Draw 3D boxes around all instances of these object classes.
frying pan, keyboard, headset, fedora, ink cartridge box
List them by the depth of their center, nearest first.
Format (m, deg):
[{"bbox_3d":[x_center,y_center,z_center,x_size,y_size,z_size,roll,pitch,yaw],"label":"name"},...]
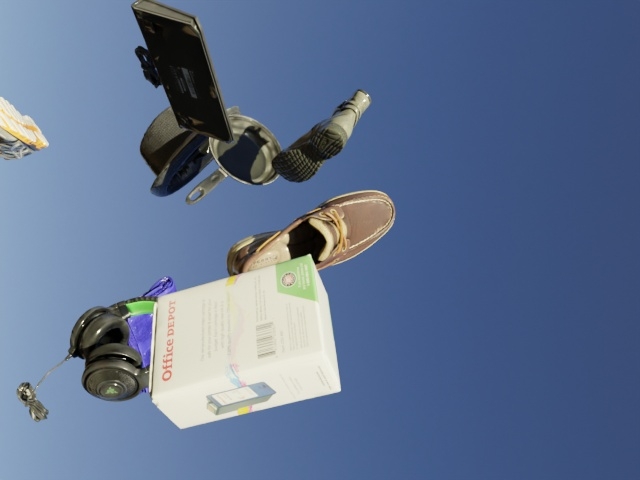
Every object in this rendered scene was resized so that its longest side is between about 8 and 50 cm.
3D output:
[{"bbox_3d":[-0.150,-0.180,0.705,0.108,0.023,0.180,20,-28,17],"label":"keyboard"},{"bbox_3d":[-0.094,0.124,0.810,0.093,0.212,0.154,69,8,-46],"label":"ink cartridge box"},{"bbox_3d":[-0.484,0.278,1.498,0.243,0.394,0.185,49,-27,44],"label":"headset"},{"bbox_3d":[-0.193,-0.163,1.553,0.053,0.197,0.326,-39,-149,49],"label":"frying pan"},{"bbox_3d":[-0.375,-0.278,1.787,0.152,0.334,0.334,44,-48,0],"label":"fedora"}]

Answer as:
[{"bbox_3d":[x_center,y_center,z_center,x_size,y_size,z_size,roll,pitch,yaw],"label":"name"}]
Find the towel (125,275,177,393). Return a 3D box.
[{"bbox_3d":[-0.480,0.283,1.905,0.076,0.228,0.308,23,-47,33],"label":"towel"}]

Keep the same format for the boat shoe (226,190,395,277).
[{"bbox_3d":[0.000,0.000,1.193,0.123,0.342,0.123,-169,-119,-70],"label":"boat shoe"}]

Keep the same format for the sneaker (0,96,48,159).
[{"bbox_3d":[-0.542,-0.181,1.133,0.084,0.083,0.215,58,-7,2],"label":"sneaker"}]

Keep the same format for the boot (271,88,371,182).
[{"bbox_3d":[0.008,-0.225,1.430,0.246,0.083,0.161,-24,-155,48],"label":"boot"}]
